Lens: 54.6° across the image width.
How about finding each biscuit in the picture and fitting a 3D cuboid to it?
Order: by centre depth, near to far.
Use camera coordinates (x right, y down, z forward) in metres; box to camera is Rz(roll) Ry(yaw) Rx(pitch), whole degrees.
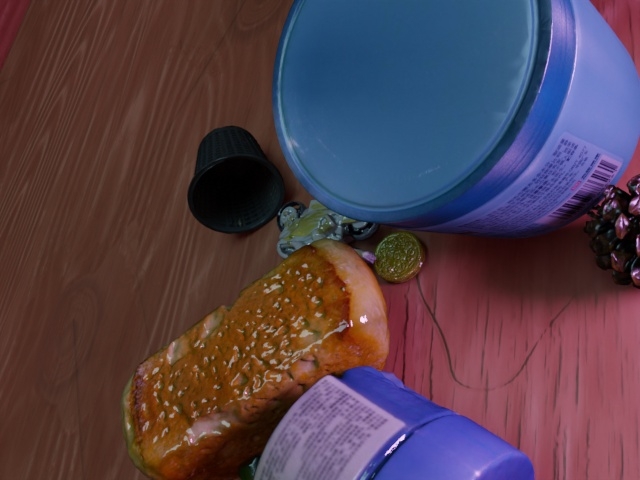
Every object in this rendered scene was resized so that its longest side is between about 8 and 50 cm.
[{"bbox_3d":[0.120,0.026,0.949,0.083,0.023,0.084,-16,60,29],"label":"biscuit"}]

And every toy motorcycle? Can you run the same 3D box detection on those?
[{"bbox_3d":[0.000,0.000,1.018,0.228,0.074,0.151,7,72,40],"label":"toy motorcycle"}]

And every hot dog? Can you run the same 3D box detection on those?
[{"bbox_3d":[-0.068,0.188,0.873,0.405,0.223,0.185,-36,51,7],"label":"hot dog"}]

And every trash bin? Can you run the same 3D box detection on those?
[{"bbox_3d":[-0.167,-0.126,1.160,0.175,0.175,0.161,-38,40,15],"label":"trash bin"}]

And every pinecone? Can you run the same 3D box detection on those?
[{"bbox_3d":[0.371,-0.009,0.713,0.140,0.140,0.120,-57,22,-2],"label":"pinecone"}]

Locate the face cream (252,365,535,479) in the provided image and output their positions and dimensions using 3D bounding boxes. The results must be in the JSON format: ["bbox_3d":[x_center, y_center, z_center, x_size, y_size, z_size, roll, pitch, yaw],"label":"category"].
[{"bbox_3d":[0.077,0.289,0.692,0.225,0.249,0.249,26,84,41],"label":"face cream"}]

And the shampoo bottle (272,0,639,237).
[{"bbox_3d":[0.176,-0.169,0.744,0.331,0.342,0.332,-4,84,40],"label":"shampoo bottle"}]

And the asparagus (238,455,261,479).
[{"bbox_3d":[-0.037,0.424,0.802,0.080,0.080,0.288,-29,69,22],"label":"asparagus"}]
